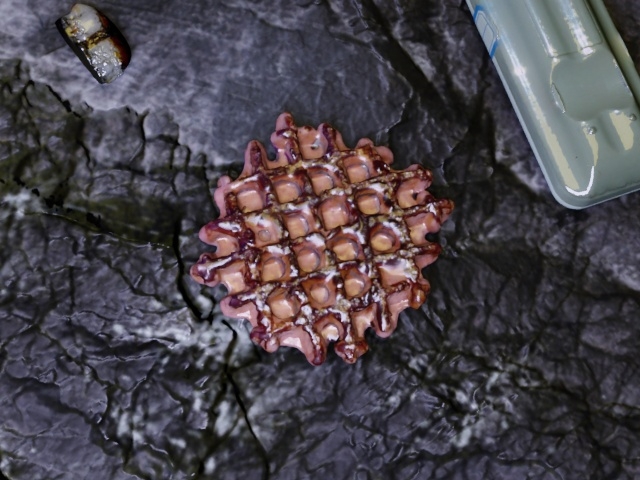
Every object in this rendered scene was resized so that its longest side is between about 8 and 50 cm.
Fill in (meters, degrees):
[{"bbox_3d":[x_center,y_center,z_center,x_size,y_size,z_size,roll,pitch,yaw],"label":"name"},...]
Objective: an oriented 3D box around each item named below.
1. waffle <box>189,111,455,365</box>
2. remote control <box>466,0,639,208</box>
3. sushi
[{"bbox_3d":[0.000,0.000,1.015,0.221,0.055,0.234,26,67,4],"label":"waffle"},{"bbox_3d":[0.234,-0.199,1.093,0.128,0.065,0.335,-18,76,-14],"label":"remote control"},{"bbox_3d":[-0.214,-0.193,1.056,0.046,0.044,0.083,-36,81,-14],"label":"sushi"}]
